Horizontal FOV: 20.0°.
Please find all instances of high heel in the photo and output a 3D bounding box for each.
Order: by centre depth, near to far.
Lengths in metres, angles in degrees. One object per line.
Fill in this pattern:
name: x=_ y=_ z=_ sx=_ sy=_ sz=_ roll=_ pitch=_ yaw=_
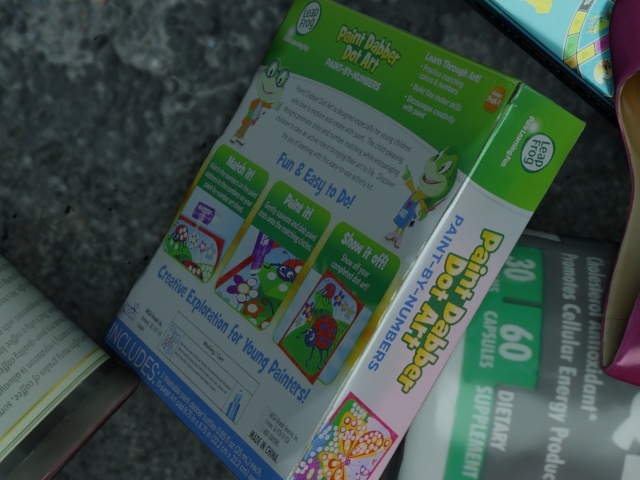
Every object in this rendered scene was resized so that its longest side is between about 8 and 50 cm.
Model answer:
high heel: x=0.167 y=-0.033 z=0.947 sx=0.117 sy=0.082 sz=0.244 roll=-2 pitch=65 yaw=-23

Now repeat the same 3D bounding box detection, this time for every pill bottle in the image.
pill bottle: x=0.220 y=0.110 z=1.024 sx=0.361 sy=0.204 sz=0.204 roll=8 pitch=94 yaw=-2

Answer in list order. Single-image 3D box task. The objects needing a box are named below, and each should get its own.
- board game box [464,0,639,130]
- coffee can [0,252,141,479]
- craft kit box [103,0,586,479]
board game box: x=0.222 y=-0.194 z=1.064 sx=0.336 sy=0.079 sz=0.254 roll=40 pitch=93 yaw=-4
coffee can: x=-0.266 y=0.056 z=1.000 sx=0.275 sy=0.201 sz=0.201 roll=44 pitch=92 yaw=0
craft kit box: x=0.000 y=0.000 z=0.993 sx=0.061 sy=0.250 sz=0.246 roll=25 pitch=96 yaw=-32
